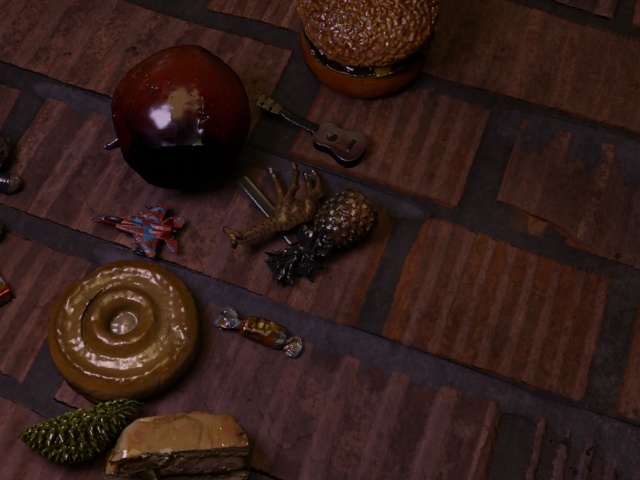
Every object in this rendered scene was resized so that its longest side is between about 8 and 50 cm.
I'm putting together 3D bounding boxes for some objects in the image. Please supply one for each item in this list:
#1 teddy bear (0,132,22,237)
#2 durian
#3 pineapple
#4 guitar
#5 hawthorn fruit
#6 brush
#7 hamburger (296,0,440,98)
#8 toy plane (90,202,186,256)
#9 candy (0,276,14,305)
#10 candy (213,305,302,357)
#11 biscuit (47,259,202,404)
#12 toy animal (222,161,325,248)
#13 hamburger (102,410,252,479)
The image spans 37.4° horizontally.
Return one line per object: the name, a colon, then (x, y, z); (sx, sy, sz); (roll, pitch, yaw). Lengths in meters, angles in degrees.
teddy bear: (-0.720, -0.122, 1.947); (0.129, 0.182, 0.251); (-12, 56, 33)
durian: (-0.423, 0.344, 1.684); (0.220, 0.137, 0.095); (-22, 85, -6)
pineapple: (0.000, 0.000, 1.917); (0.251, 0.125, 0.125); (-36, 68, -14)
guitar: (-0.025, -0.248, 2.086); (0.271, 0.038, 0.084); (28, 63, 10)
hawthorn fruit: (-0.282, -0.247, 1.943); (0.316, 0.316, 0.316); (1, 61, -2)
brush: (-0.113, -0.061, 1.989); (0.034, 0.027, 0.190); (-33, 74, -31)
hamburger: (0.105, -0.501, 2.113); (0.330, 0.250, 0.330); (1, 61, -1)
toy plane: (-0.378, -0.026, 1.939); (0.189, 0.061, 0.130); (6, 61, 6)
candy: (-0.668, 0.081, 1.878); (0.062, 0.038, 0.122); (-34, 67, -19)
candy: (-0.120, 0.175, 1.843); (0.182, 0.046, 0.053); (19, 64, 6)
biscuit: (-0.375, 0.168, 1.810); (0.296, 0.102, 0.296); (0, 61, 0)
toy animal: (-0.085, -0.064, 1.953); (0.149, 0.054, 0.275); (30, 55, 2)
hamburger: (-0.258, 0.374, 1.695); (0.262, 0.124, 0.131); (-2, 42, -8)
